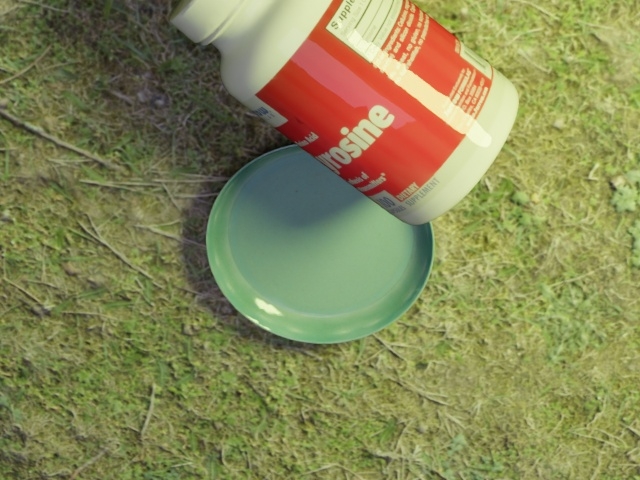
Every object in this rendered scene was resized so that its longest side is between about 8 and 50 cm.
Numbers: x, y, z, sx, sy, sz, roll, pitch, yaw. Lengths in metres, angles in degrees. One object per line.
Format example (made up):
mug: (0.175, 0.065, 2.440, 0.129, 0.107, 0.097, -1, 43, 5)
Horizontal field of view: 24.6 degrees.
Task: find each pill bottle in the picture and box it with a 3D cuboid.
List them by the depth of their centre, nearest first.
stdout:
pill bottle: (0.026, -0.219, 1.819, 0.407, 0.229, 0.229, 36, 115, -15)

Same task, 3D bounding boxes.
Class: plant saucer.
plant saucer: (0.000, 0.000, 2.045, 0.317, 0.044, 0.318, 1, 118, 2)
